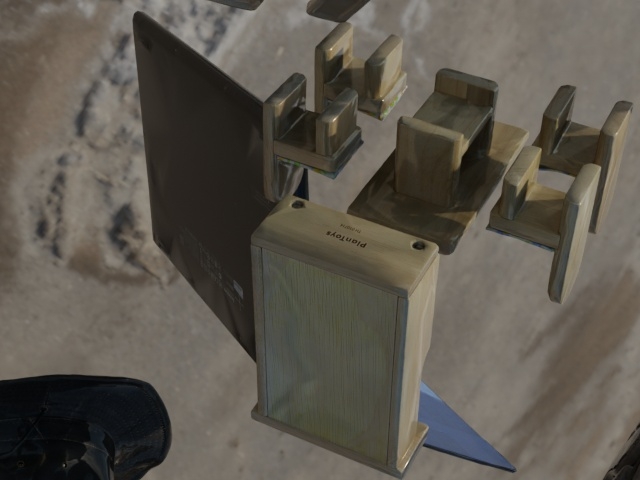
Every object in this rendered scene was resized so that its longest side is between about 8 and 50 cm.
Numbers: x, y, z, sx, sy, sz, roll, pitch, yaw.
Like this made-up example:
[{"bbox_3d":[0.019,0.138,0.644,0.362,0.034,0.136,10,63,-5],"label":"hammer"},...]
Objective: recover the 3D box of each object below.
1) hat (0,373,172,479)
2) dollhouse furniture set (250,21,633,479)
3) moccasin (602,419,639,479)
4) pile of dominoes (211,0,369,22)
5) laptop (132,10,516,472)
[{"bbox_3d":[-0.310,0.275,1.274,0.331,0.134,0.331,-14,141,-12],"label":"hat"},{"bbox_3d":[0.057,0.002,0.767,0.242,0.212,0.161,-52,153,-42],"label":"dollhouse furniture set"},{"bbox_3d":[0.301,0.137,0.780,0.380,0.147,0.139,-29,150,-40],"label":"moccasin"},{"bbox_3d":[-0.039,-0.197,0.680,0.195,0.251,0.040,11,79,-17],"label":"pile of dominoes"},{"bbox_3d":[0.000,0.000,1.162,0.236,0.382,0.408,-15,120,-23],"label":"laptop"}]
